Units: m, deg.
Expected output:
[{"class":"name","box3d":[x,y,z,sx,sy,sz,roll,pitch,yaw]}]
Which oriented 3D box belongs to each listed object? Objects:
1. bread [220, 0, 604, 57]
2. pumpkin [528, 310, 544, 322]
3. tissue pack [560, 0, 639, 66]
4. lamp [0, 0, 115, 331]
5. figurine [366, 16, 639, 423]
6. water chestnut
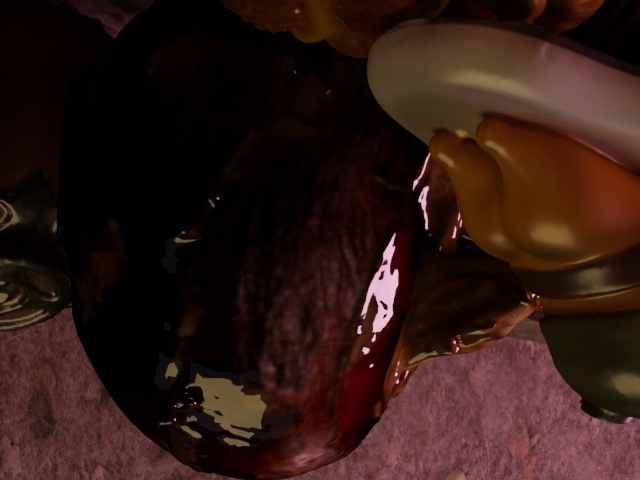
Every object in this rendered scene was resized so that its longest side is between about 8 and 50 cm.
[{"class":"bread","box3d":[0.047,-0.155,0.405,0.184,0.114,0.275,13,172,-5]},{"class":"pumpkin","box3d":[0.257,0.011,0.955,0.223,0.157,0.224,9,158,3]},{"class":"tissue pack","box3d":[0.244,-0.087,0.545,0.244,0.123,0.332,17,167,1]},{"class":"lamp","box3d":[-0.270,-0.061,0.828,0.303,0.257,0.303,-10,150,-6]},{"class":"figurine","box3d":[0.118,0.007,0.493,0.249,0.141,0.166,20,168,-22]},{"class":"water chestnut","box3d":[0.000,0.000,0.677,0.346,0.335,0.335,11,170,6]}]
